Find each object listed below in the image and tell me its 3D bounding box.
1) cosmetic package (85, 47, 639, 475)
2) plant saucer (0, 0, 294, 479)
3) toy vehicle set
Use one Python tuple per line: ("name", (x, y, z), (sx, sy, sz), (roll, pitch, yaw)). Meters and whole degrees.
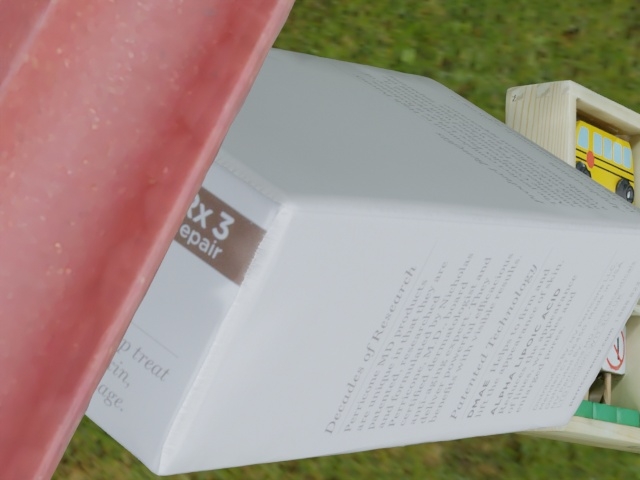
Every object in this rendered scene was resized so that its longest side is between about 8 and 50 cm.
("cosmetic package", (0.000, 0.000, 0.547), (0.231, 0.117, 0.085), (1, 118, -54))
("plant saucer", (-0.061, -0.101, 0.240), (0.259, 0.047, 0.258), (-64, 154, -20))
("toy vehicle set", (0.174, 0.028, 0.952), (0.267, 0.035, 0.166), (15, 74, -54))
